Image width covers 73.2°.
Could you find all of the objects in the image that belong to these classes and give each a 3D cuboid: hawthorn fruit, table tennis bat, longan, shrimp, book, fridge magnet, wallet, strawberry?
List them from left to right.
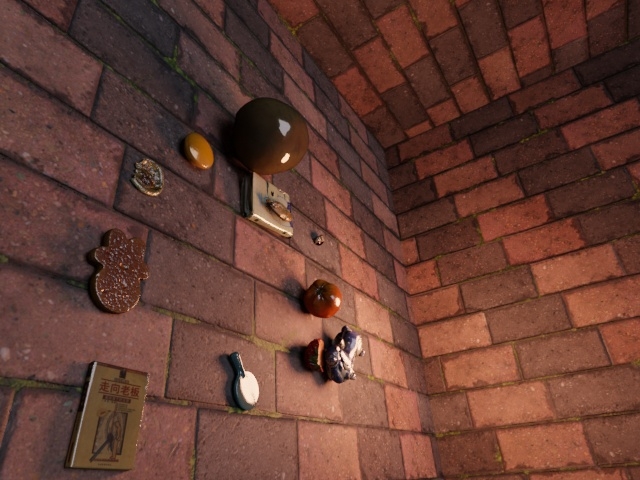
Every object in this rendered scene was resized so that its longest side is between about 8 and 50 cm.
[{"bbox_3d":[-0.499,0.420,1.031,0.161,0.027,0.230,38,39,-47],"label":"book"},{"bbox_3d":[-0.457,-0.334,1.611,0.143,0.063,0.142,42,38,-46],"label":"fridge magnet"},{"bbox_3d":[-0.260,0.470,1.451,0.124,0.033,0.200,-27,98,-66],"label":"table tennis bat"},{"bbox_3d":[-0.228,-0.150,1.905,0.310,0.077,0.223,28,51,-57],"label":"wallet"},{"bbox_3d":[-0.218,-0.444,1.873,0.361,0.361,0.360,42,37,-43],"label":"longan"},{"bbox_3d":[-0.184,-0.138,1.877,0.190,0.042,0.101,34,29,-54],"label":"shrimp"},{"bbox_3d":[-0.021,0.484,1.846,0.187,0.082,0.146,-3,96,-78],"label":"strawberry"},{"bbox_3d":[0.012,0.269,1.967,0.189,0.189,0.189,42,37,-43],"label":"hawthorn fruit"}]

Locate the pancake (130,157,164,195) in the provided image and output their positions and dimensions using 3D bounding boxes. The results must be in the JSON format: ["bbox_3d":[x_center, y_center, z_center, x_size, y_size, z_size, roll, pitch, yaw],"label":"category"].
[{"bbox_3d":[-0.550,-0.201,1.384,0.116,0.023,0.129,38,44,-47],"label":"pancake"}]

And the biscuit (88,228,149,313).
[{"bbox_3d":[-0.546,0.084,1.167,0.180,0.039,0.236,39,40,-49],"label":"biscuit"}]

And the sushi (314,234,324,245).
[{"bbox_3d":[0.000,0.000,2.271,0.083,0.044,0.045,-31,99,-62],"label":"sushi"}]

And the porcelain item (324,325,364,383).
[{"bbox_3d":[0.096,0.513,1.977,0.186,0.138,0.288,64,31,-22],"label":"porcelain item"}]
